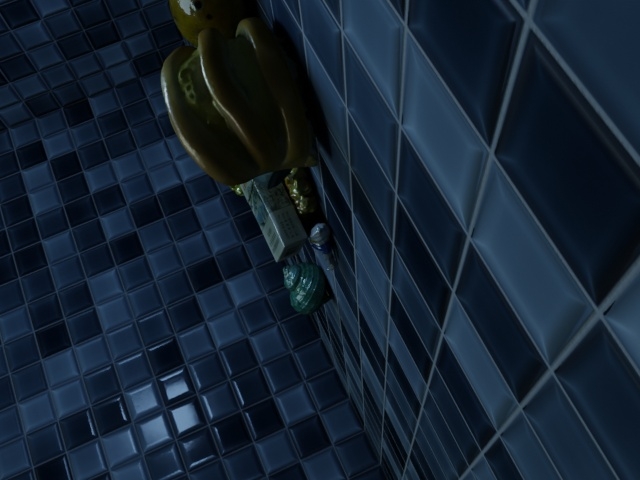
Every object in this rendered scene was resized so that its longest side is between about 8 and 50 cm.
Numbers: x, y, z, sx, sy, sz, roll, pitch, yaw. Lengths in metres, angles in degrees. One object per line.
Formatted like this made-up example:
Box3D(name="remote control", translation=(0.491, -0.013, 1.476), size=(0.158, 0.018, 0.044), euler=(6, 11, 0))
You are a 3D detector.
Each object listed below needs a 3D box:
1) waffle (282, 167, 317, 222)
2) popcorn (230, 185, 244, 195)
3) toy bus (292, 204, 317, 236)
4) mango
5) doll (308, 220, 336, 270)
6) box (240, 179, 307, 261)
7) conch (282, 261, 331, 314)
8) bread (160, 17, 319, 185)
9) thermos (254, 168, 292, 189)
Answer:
Box3D(name="waffle", translation=(-0.082, -0.189, 1.764), size=(0.309, 0.065, 0.283), euler=(65, 176, -13))
Box3D(name="popcorn", translation=(-0.214, -0.234, 2.115), size=(0.216, 0.181, 0.235), euler=(75, 174, -70))
Box3D(name="toy bus", translation=(-0.083, -0.058, 2.052), size=(0.093, 0.092, 0.409), euler=(66, 173, -9))
Box3D(name="mango", translation=(-0.239, -0.499, 1.520), size=(0.176, 0.176, 0.329), euler=(35, 171, -2))
Box3D(name="doll", translation=(0.000, 0.000, 1.787), size=(0.227, 0.057, 0.114), euler=(80, 169, -70))
Box3D(name="box", translation=(-0.127, -0.087, 1.794), size=(0.256, 0.069, 0.164), euler=(64, 164, 10))
Box3D(name="conch", translation=(-0.049, 0.148, 2.294), size=(0.196, 0.134, 0.202), euler=(54, 167, 55))
Box3D(name="bread", translation=(-0.155, -0.266, 1.305), size=(0.211, 0.270, 0.315), euler=(113, 141, -60))
Box3D(name="thermos", translation=(-0.179, -0.238, 1.502), size=(0.287, 0.145, 0.182), euler=(36, 158, 5))
